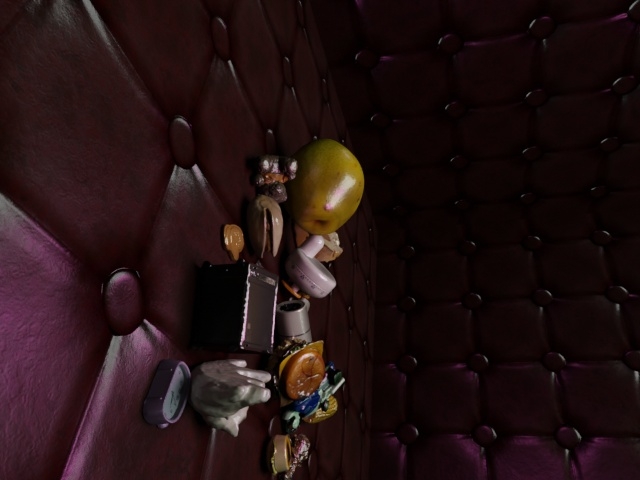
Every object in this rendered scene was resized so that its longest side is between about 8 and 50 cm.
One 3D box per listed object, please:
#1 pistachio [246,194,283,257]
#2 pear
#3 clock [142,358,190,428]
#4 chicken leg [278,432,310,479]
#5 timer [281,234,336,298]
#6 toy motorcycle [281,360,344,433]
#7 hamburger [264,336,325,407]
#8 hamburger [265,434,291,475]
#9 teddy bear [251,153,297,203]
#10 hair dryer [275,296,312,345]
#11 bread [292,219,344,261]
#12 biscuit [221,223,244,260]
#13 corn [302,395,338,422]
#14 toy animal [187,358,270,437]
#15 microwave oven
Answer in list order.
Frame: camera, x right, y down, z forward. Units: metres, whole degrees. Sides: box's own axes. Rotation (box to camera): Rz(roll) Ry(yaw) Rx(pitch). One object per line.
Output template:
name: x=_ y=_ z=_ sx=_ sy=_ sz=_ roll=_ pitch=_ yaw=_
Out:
pistachio: x=-0.195 y=-0.050 z=1.766 sx=0.152 sy=0.126 sz=0.223 roll=-174 pitch=-102 yaw=-69
pear: x=0.003 y=-0.223 z=2.092 sx=0.362 sy=0.363 sz=0.418 roll=66 pitch=22 yaw=-50
clock: x=-0.354 y=0.366 z=1.198 sx=0.110 sy=0.050 sz=0.152 roll=71 pitch=21 yaw=-43
chicken leg: x=-0.104 y=0.835 z=1.930 sx=0.125 sy=0.081 sz=0.196 roll=56 pitch=38 yaw=-41
timer: x=-0.029 y=0.116 z=2.091 sx=0.233 sy=0.240 sz=0.233 roll=43 pitch=6 yaw=-5
toy motorcycle: x=-0.045 y=0.612 z=2.016 sx=0.331 sy=0.125 sz=0.196 roll=-35 pitch=129 yaw=-42
hamburger: x=-0.091 y=0.471 z=1.833 sx=0.243 sy=0.139 sz=0.261 roll=-16 pitch=113 yaw=-39
hamburger: x=-0.150 y=0.748 z=1.763 sx=0.141 sy=0.082 sz=0.126 roll=-86 pitch=169 yaw=-72
teddy bear: x=-0.181 y=-0.225 z=1.881 sx=0.177 sy=0.140 sz=0.190 roll=-9 pitch=107 yaw=-33
hair dryer: x=-0.091 y=0.311 z=2.070 sx=0.362 sy=0.128 sz=0.203 roll=-69 pitch=151 yaw=-73
bread: x=0.004 y=-0.010 z=2.297 sx=0.183 sy=0.211 sz=0.223 roll=-41 pitch=130 yaw=-63
biscuit: x=-0.279 y=0.007 z=1.628 sx=0.140 sy=0.023 sz=0.118 roll=-5 pitch=90 yaw=-75
corn: x=-0.001 y=0.745 z=2.245 sx=0.318 sy=0.115 sz=0.115 roll=31 pitch=56 yaw=-70
toy animal: x=-0.235 y=0.419 z=1.299 sx=0.266 sy=0.308 sz=0.188 roll=27 pitch=78 yaw=-47
microwave oven: x=-0.243 y=0.194 z=1.413 sx=0.178 sy=0.188 sz=0.247 roll=39 pitch=52 yaw=-62
